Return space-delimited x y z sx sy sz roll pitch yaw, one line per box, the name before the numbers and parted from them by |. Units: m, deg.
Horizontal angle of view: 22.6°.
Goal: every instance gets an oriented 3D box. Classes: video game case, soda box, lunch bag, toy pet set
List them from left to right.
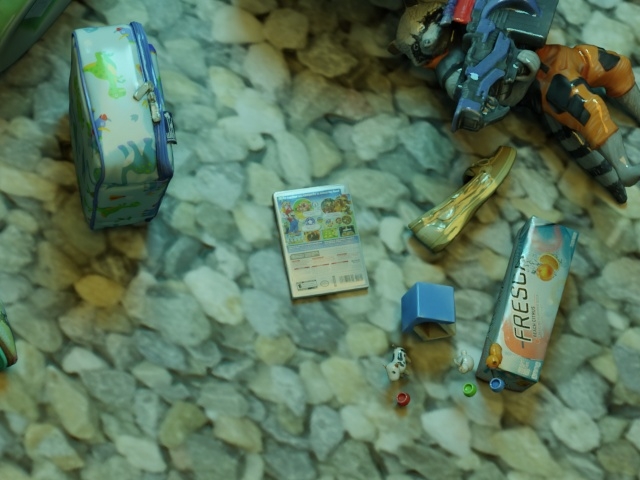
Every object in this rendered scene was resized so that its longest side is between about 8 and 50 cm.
lunch bag | -0.210 -0.118 1.647 0.090 0.219 0.176 -10 75 -14
video game case | 0.000 0.000 1.759 0.087 0.011 0.122 -8 75 -12
toy pet set | 0.124 0.105 1.694 0.122 0.065 0.114 -12 59 22
soda box | 0.226 0.070 1.751 0.058 0.063 0.183 19 71 -4

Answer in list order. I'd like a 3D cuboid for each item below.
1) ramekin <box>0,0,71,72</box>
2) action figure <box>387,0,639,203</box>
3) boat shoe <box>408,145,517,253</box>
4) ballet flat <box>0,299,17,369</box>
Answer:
ramekin | -0.318 -0.313 1.653 0.148 0.303 0.303 39 70 -5
action figure | 0.221 -0.159 1.768 0.330 0.178 0.341 29 45 5
boat shoe | 0.161 -0.055 1.784 0.048 0.056 0.153 41 78 -1
ballet flat | -0.390 0.043 1.648 0.221 0.077 0.079 33 51 1
